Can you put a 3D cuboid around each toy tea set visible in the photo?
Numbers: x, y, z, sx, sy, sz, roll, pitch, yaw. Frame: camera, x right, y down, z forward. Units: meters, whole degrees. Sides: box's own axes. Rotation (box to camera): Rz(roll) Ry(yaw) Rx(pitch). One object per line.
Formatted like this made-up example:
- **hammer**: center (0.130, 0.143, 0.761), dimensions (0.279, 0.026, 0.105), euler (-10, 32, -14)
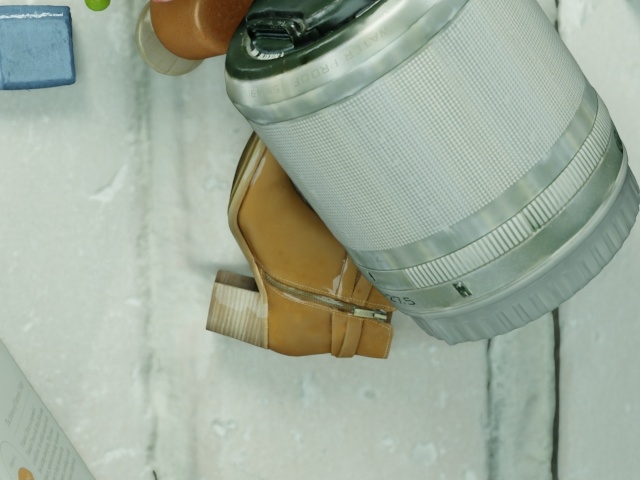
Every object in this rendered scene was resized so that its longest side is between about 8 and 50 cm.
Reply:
- **toy tea set**: center (-0.149, -0.286, 1.483), dimensions (0.200, 0.124, 0.336), euler (-11, 102, -28)

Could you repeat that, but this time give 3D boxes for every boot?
- **boot**: center (0.000, 0.000, 1.559), dimensions (0.152, 0.073, 0.197), euler (11, 116, -2)

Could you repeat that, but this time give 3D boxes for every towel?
- **towel**: center (-0.249, -0.149, 1.539), dimensions (0.119, 0.029, 0.067), euler (-2, 104, 1)

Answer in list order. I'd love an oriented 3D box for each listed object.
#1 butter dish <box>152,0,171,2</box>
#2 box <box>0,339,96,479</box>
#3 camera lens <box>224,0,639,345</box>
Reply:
- **butter dish**: center (-0.062, -0.259, 1.391), dimensions (0.160, 0.118, 0.160), euler (-24, 109, -20)
- **box**: center (-0.331, 0.134, 1.512), dimensions (0.168, 0.215, 0.345), euler (-30, 103, 6)
- **camera lens**: center (0.080, -0.091, 1.444), dimensions (0.219, 0.219, 0.274), euler (-34, 114, 8)
